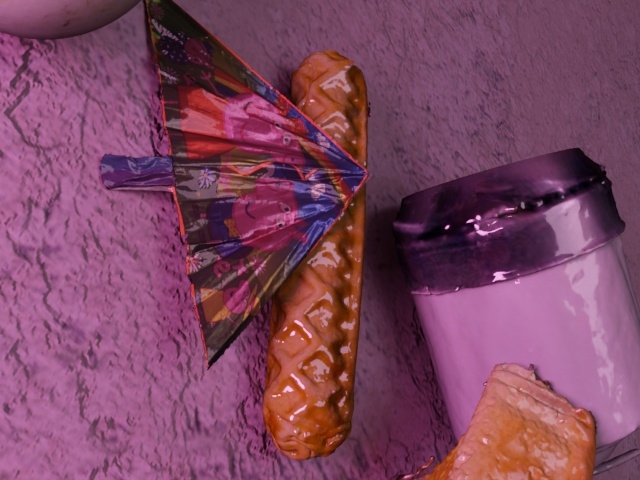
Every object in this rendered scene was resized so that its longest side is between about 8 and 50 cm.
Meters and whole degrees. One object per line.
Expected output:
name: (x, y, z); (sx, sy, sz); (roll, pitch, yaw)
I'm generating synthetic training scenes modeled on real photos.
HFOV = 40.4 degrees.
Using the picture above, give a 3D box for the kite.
kite: (-0.055, -0.062, 0.668); (0.233, 0.016, 0.321); (-1, 70, -30)

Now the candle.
candle: (0.210, 0.092, 0.858); (0.221, 0.221, 0.343); (-21, 96, -53)

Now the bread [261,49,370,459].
bread: (-0.001, 0.000, 0.735); (0.077, 0.084, 0.368); (5, 65, -5)

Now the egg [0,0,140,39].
egg: (-0.161, -0.206, 0.531); (0.149, 0.149, 0.192); (55, 37, -25)

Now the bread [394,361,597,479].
bread: (0.150, 0.215, 0.757); (0.140, 0.160, 0.169); (32, 54, 1)
